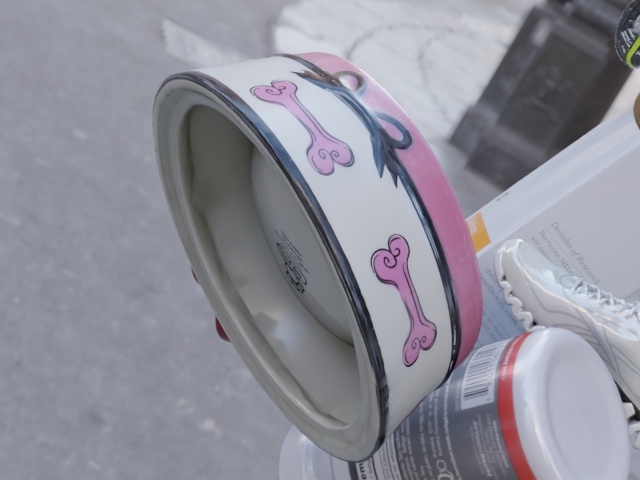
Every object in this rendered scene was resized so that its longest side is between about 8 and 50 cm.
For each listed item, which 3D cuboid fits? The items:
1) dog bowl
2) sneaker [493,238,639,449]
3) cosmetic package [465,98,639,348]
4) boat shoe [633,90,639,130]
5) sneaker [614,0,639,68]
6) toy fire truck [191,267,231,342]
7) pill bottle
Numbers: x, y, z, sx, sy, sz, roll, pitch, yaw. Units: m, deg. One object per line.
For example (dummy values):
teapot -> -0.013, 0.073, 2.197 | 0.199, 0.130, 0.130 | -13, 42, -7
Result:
dog bowl -> 0.000, 0.000, 1.434 | 0.150, 0.408, 0.408 | -28, 48, -21
sneaker -> 0.320, 0.098, 1.691 | 0.292, 0.118, 0.110 | 46, 34, 6
cosmetic package -> 0.326, -0.006, 1.913 | 0.161, 0.453, 0.230 | 53, 9, -9
boat shoe -> 0.432, -0.160, 1.420 | 0.104, 0.285, 0.089 | 63, -2, 26
sneaker -> 0.557, -0.272, 1.875 | 0.385, 0.145, 0.147 | -8, -25, 38
toy fire truck -> -0.015, 0.003, 1.810 | 0.169, 0.254, 0.302 | 15, -31, 21
pill bottle -> 0.144, 0.238, 1.671 | 0.210, 0.363, 0.210 | 26, 54, -43
